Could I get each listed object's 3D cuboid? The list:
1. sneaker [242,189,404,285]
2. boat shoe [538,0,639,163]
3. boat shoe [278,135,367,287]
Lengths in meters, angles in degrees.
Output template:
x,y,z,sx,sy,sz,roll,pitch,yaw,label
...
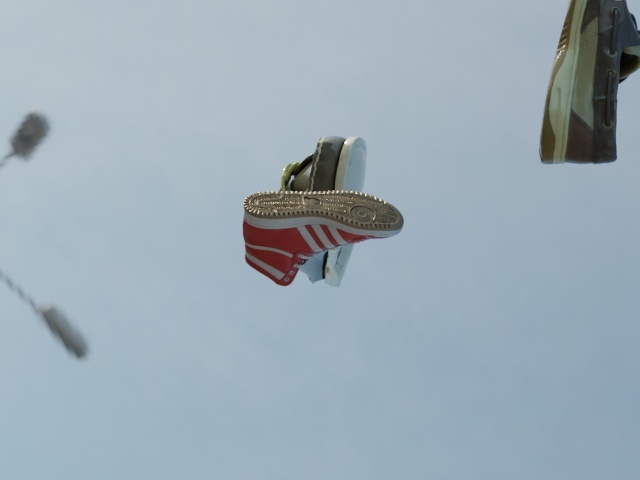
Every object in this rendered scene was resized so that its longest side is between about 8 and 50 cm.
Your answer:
x,y,z,sx,sy,sz,roll,pitch,yaw,label
0.000,0.000,1.318,0.042,0.118,0.067,-91,-173,-52,sneaker
0.234,-0.156,1.480,0.073,0.224,0.080,13,-27,7,boat shoe
-0.005,-0.035,1.937,0.091,0.109,0.305,18,-21,5,boat shoe
